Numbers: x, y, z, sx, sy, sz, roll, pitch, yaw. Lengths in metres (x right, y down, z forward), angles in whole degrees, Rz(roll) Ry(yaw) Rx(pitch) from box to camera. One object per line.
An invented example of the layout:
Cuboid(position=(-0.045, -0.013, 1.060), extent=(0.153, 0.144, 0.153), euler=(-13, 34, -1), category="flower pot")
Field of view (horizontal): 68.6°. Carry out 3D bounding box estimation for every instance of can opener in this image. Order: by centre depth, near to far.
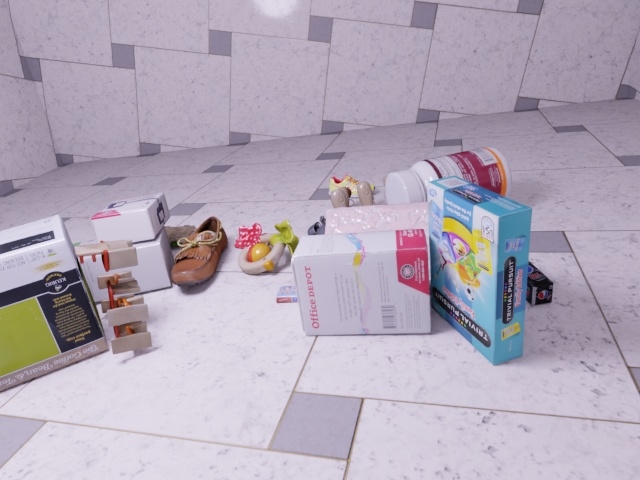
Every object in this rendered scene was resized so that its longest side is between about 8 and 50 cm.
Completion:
Cuboid(position=(0.000, 0.000, 1.593), extent=(0.095, 0.076, 0.283), euler=(-35, 18, 19), category="can opener")

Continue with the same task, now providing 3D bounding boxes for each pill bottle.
Cuboid(position=(0.445, -0.187, 1.656), extent=(0.392, 0.224, 0.224), euler=(-14, 25, -13), category="pill bottle")

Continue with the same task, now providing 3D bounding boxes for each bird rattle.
Cuboid(position=(-0.192, 0.021, 1.521), extent=(0.253, 0.143, 0.207), euler=(2, 42, 26), category="bird rattle")

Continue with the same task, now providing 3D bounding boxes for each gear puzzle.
Cuboid(position=(-0.564, -0.008, 1.797), extent=(0.339, 0.044, 0.175), euler=(-4, 23, 3), category="gear puzzle")

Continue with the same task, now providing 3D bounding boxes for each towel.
Cuboid(position=(0.167, 0.016, 1.311), extent=(0.332, 0.053, 0.317), euler=(-2, 49, 12), category="towel")

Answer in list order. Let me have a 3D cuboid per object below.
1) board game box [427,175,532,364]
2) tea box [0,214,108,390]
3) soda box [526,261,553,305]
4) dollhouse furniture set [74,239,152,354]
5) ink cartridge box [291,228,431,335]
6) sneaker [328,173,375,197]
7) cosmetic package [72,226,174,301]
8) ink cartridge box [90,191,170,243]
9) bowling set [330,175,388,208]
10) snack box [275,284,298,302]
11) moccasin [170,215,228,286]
Cuboid(position=(0.331, 0.056, 1.018), extent=(0.079, 0.336, 0.254), euler=(-14, 25, -13), category="board game box")
Cuboid(position=(-0.743, 0.154, 1.137), extent=(0.329, 0.323, 0.220), euler=(-19, 27, -25), category="tea box")
Cuboid(position=(0.528, 0.096, 1.205), extent=(0.053, 0.060, 0.169), euler=(-9, 24, -2), category="soda box")
Cuboid(position=(-0.537, 0.134, 1.204), extent=(0.135, 0.259, 0.262), euler=(-9, 20, -28), category="dollhouse furniture set")
Cuboid(position=(0.104, 0.101, 1.123), extent=(0.306, 0.226, 0.131), euler=(-2, 24, 11), category="ink cartridge box")
Cuboid(position=(0.131, -0.239, 2.022), extent=(0.208, 0.094, 0.081), euler=(1, 24, 16), category="sneaker")
Cuboid(position=(-0.664, 0.082, 1.482), extent=(0.365, 0.155, 0.197), euler=(-13, 21, -11), category="cosmetic package")
Cuboid(position=(-0.598, -0.072, 1.500), extent=(0.172, 0.100, 0.237), euler=(-9, 19, -3), category="ink cartridge box")
Cuboid(position=(0.151, -0.140, 1.786), extent=(0.287, 0.154, 0.200), euler=(-16, 7, -15), category="bowling set")
Cuboid(position=(-0.033, 0.145, 1.311), extent=(0.178, 0.022, 0.064), euler=(-4, 26, 8), category="snack box")
Cuboid(position=(-0.390, 0.027, 1.527), extent=(0.139, 0.147, 0.380), euler=(-2, 25, 12), category="moccasin")
